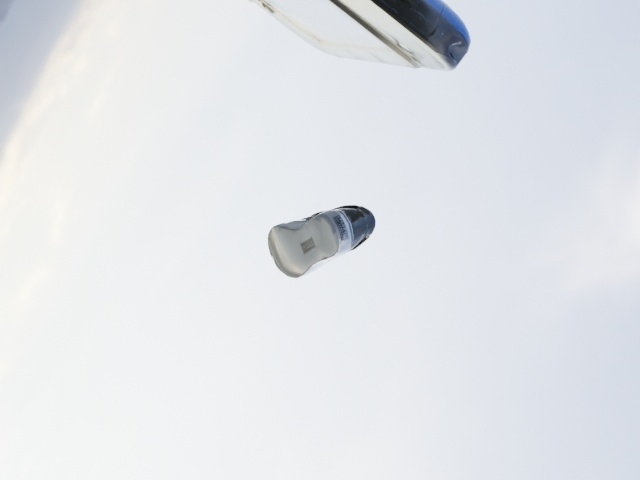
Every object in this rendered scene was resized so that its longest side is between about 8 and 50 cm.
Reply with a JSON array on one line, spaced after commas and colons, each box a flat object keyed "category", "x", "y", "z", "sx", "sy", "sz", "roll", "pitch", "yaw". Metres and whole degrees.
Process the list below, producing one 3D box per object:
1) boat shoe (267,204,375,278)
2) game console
[{"category": "boat shoe", "x": 0.000, "y": 0.000, "z": 1.113, "sx": 0.142, "sy": 0.040, "sz": 0.049, "roll": -17, "pitch": -88, "yaw": 63}, {"category": "game console", "x": -0.097, "y": -0.122, "z": 0.733, "sx": 0.173, "sy": 0.250, "sz": 0.293, "roll": -54, "pitch": -164, "yaw": 0}]
